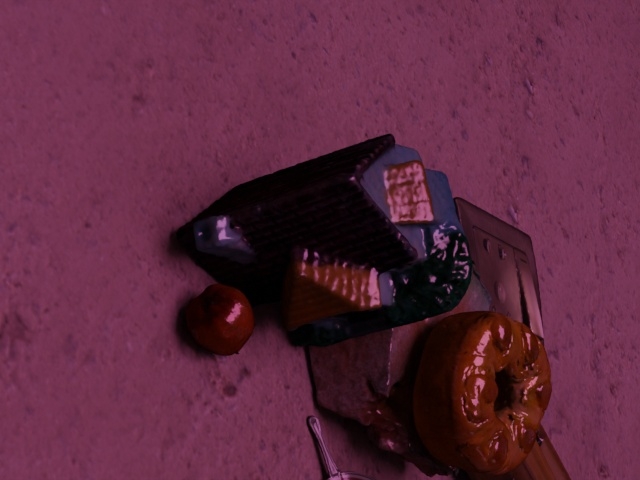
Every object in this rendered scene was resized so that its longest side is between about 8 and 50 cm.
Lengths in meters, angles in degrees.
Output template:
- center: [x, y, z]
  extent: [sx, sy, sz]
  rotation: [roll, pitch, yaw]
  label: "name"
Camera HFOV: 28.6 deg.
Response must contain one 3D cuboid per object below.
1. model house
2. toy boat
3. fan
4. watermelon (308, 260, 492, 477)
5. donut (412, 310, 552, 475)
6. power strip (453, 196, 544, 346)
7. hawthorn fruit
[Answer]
- center: [0.000, 0.000, 1.529]
  extent: [0.248, 0.280, 0.230]
  rotation: [6, 68, -59]
  label: "model house"
- center: [0.318, 0.382, 1.934]
  extent: [0.445, 0.136, 0.162]
  rotation: [61, 39, -22]
  label: "toy boat"
- center: [0.028, 0.330, 1.626]
  extent: [0.132, 0.009, 0.220]
  rotation: [-13, 78, -41]
  label: "fan"
- center: [0.098, 0.154, 1.735]
  extent: [0.264, 0.151, 0.302]
  rotation: [29, 69, -48]
  label: "watermelon"
- center: [0.216, 0.202, 1.673]
  extent: [0.226, 0.113, 0.227]
  rotation: [-5, 96, -52]
  label: "donut"
- center: [0.271, 0.083, 2.029]
  extent: [0.251, 0.092, 0.257]
  rotation: [20, 57, -44]
  label: "power strip"
- center: [-0.114, 0.101, 1.506]
  extent: [0.093, 0.081, 0.081]
  rotation: [57, 35, -40]
  label: "hawthorn fruit"
